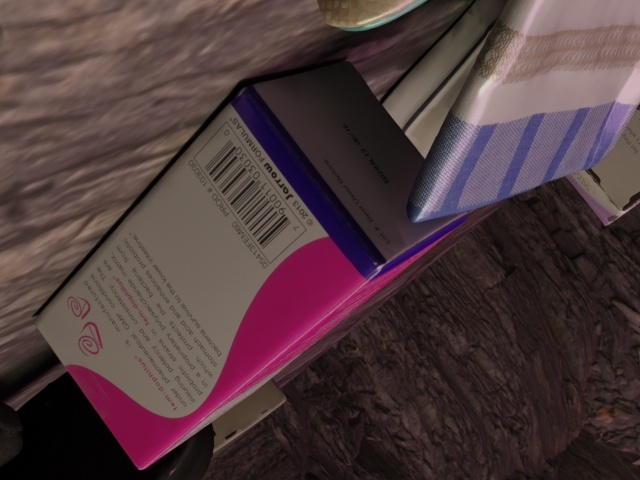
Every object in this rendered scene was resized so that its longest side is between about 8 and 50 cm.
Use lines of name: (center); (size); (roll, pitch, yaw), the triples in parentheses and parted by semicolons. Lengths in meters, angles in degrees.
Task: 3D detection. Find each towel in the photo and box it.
towel: (0.159, -0.138, 0.527); (0.209, 0.034, 0.285); (-18, 141, -52)

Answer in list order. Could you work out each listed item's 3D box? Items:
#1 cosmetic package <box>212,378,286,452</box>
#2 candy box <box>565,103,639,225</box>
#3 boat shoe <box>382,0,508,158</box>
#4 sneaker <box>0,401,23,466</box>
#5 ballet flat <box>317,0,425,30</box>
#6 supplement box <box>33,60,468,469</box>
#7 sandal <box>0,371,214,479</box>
cosmetic package: (-0.199, 0.248, 1.277); (0.309, 0.113, 0.160); (-42, 171, 35)
candy box: (0.264, -0.137, 0.874); (0.196, 0.165, 0.070); (-37, 171, -1)
boat shoe: (0.137, -0.123, 0.669); (0.096, 0.088, 0.267); (-28, 169, -48)
sneaker: (-0.269, 0.225, 0.626); (0.281, 0.162, 0.106); (-32, 171, -35)
ballet flat: (0.057, -0.143, 0.381); (0.168, 0.057, 0.052); (-40, 145, -7)
supplement box: (-0.044, 0.017, 0.597); (0.220, 0.111, 0.114); (-41, 172, 33)
sandal: (-0.256, 0.252, 0.719); (0.445, 0.167, 0.107); (-34, 141, -11)
